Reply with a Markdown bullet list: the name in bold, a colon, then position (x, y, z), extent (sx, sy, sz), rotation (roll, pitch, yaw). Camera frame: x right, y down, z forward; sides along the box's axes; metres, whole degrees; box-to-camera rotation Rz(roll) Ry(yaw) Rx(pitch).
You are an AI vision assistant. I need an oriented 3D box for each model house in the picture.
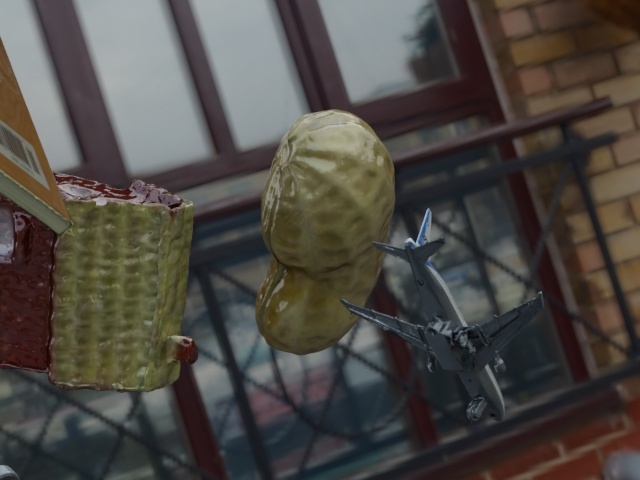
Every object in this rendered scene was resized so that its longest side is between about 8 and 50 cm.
- **model house**: position (-0.232, 0.035, 1.374), extent (0.254, 0.196, 0.160), rotation (11, 11, 17)

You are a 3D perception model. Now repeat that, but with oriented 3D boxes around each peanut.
- **peanut**: position (0.000, 0.000, 1.481), extent (0.147, 0.147, 0.305), rotation (-17, -43, -21)

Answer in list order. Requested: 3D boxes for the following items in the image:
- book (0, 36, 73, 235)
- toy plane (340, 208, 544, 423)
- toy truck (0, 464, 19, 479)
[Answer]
- **book**: position (-0.346, -0.195, 1.219), extent (0.028, 0.374, 0.262), rotation (-35, -35, 10)
- **toy plane**: position (0.121, 0.083, 1.278), extent (0.226, 0.226, 0.058), rotation (-4, 26, 41)
- **toy truck**: position (-0.496, 0.237, 1.585), extent (0.175, 0.146, 0.367), rotation (-45, -34, -12)
